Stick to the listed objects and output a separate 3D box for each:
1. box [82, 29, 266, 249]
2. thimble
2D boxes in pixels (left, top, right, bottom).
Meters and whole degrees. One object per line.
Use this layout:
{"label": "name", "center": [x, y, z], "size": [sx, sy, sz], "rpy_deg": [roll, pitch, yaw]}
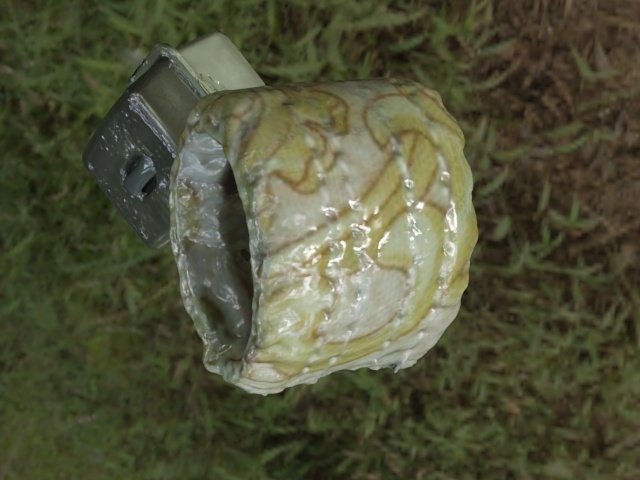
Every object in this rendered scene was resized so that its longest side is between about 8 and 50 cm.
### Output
{"label": "box", "center": [-0.176, -0.123, 1.785], "size": [0.220, 0.166, 0.290], "rpy_deg": [52, 149, 1]}
{"label": "thimble", "center": [0.000, 0.000, 0.806], "size": [0.144, 0.137, 0.190], "rpy_deg": [-12, 115, -29]}
